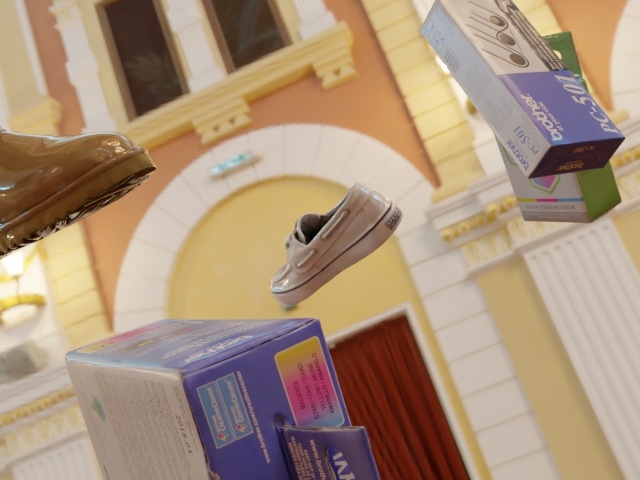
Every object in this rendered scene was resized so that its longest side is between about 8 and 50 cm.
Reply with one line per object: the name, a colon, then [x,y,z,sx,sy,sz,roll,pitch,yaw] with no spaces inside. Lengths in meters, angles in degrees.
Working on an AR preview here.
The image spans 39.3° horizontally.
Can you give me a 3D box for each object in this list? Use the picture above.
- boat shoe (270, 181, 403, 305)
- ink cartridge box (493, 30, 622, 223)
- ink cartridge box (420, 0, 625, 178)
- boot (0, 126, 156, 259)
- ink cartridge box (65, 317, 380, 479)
boat shoe: [0.000,0.000,1.161,0.258,0.084,0.095,-38,16,42]
ink cartridge box: [0.260,-0.126,1.034,0.062,0.209,0.109,-29,17,-27]
ink cartridge box: [0.189,-0.152,0.857,0.097,0.207,0.046,-9,-35,-30]
boot: [-0.263,-0.118,0.626,0.236,0.269,0.089,-21,9,32]
ink cartridge box: [-0.087,0.219,0.862,0.151,0.269,0.395,-20,6,-30]
